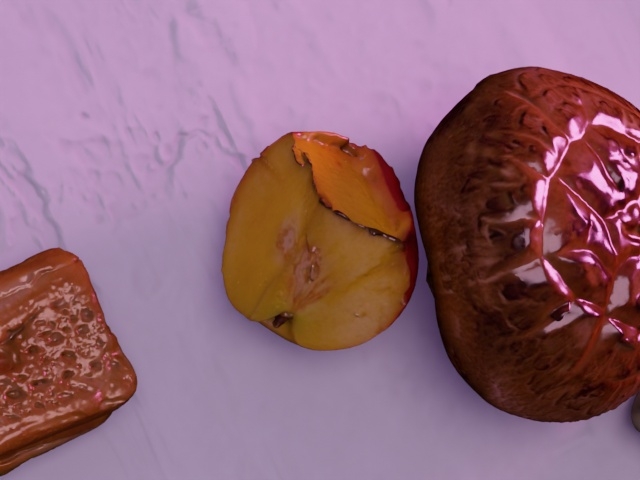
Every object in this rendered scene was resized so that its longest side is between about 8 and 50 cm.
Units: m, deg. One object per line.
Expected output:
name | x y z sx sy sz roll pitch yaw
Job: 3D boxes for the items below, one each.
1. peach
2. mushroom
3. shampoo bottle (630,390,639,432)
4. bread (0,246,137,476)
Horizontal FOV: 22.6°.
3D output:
peach | -0.002 0.001 1.127 0.151 0.118 0.151 3 106 10
mushroom | 0.171 0.002 1.129 0.253 0.153 0.253 7 79 -37
shampoo bottle | 0.313 0.148 1.177 0.162 0.079 0.079 35 75 -4
bread | -0.266 0.106 1.071 0.271 0.077 0.139 -27 82 -16
